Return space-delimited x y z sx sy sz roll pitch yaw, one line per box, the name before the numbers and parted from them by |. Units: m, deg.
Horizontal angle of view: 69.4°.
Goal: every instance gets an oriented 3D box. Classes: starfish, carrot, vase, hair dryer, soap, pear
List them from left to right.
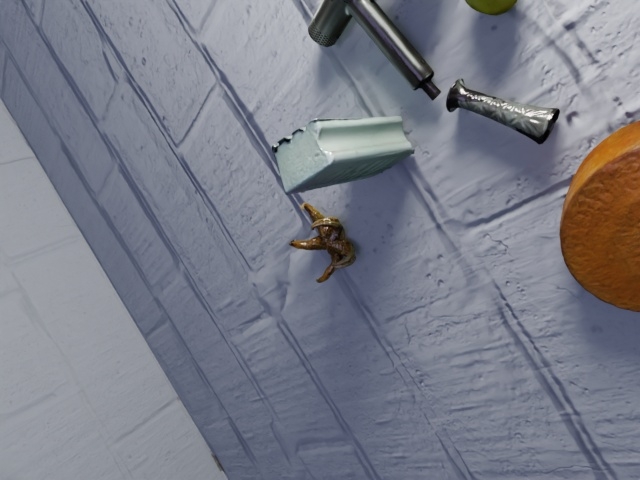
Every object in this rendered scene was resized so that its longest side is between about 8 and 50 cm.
starfish | -0.001 -0.001 1.105 0.146 0.074 0.189 -28 91 45
soap | 0.048 -0.160 0.854 0.150 0.262 0.094 -19 88 47
hair dryer | 0.142 -0.415 0.778 0.284 0.155 0.320 33 146 0
pear | 0.249 -0.381 0.675 0.092 0.097 0.092 -15 68 41
vase | 0.289 -0.211 0.746 0.167 0.059 0.059 31 129 27
carrot | 0.481 -0.028 0.654 0.259 0.100 0.307 32 137 24
